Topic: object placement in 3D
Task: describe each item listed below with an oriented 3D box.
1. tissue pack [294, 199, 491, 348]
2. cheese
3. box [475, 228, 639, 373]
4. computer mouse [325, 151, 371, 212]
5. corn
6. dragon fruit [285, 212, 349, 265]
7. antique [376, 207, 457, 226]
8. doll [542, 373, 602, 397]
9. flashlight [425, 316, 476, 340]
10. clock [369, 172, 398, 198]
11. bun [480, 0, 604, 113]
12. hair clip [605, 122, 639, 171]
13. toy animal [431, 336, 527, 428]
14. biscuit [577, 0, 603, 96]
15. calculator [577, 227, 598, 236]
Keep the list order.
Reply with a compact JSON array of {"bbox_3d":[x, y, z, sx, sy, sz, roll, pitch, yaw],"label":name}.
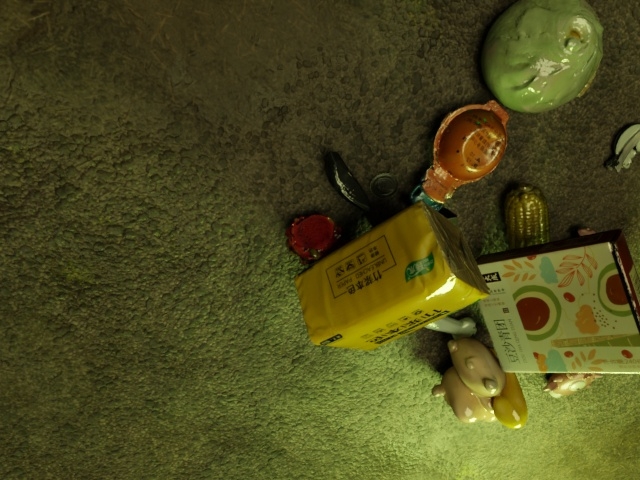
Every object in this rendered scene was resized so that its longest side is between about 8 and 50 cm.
[{"bbox_3d":[0.176,0.109,1.069,0.382,0.228,0.293,-33,148,25],"label":"tissue pack"},{"bbox_3d":[0.362,-0.212,1.131,0.217,0.129,0.329,31,104,-23],"label":"cheese"},{"bbox_3d":[0.648,0.182,1.180,0.122,0.385,0.344,-25,95,-43],"label":"box"},{"bbox_3d":[0.065,-0.142,1.104,0.062,0.106,0.192,-33,115,8],"label":"computer mouse"},{"bbox_3d":[0.620,-0.005,1.288,0.120,0.120,0.363,-20,117,-4],"label":"corn"},{"bbox_3d":[0.000,0.000,1.141,0.150,0.133,0.208,-25,155,37],"label":"dragon fruit"},{"bbox_3d":[0.267,-0.028,1.215,0.221,0.081,0.080,-10,114,-8],"label":"antique"},{"bbox_3d":[0.916,0.499,1.567,0.211,0.093,0.262,0,139,-22],"label":"doll"},{"bbox_3d":[0.411,0.271,1.396,0.200,0.047,0.093,19,115,-17],"label":"flashlight"},{"bbox_3d":[0.173,-0.149,1.178,0.083,0.010,0.074,4,112,-15],"label":"clock"},{"bbox_3d":[0.529,-0.441,1.017,0.283,0.179,0.283,2,108,8],"label":"bun"},{"bbox_3d":[0.920,-0.280,1.280,0.116,0.049,0.172,32,100,-28],"label":"hair clip"},{"bbox_3d":[0.495,0.488,1.386,0.247,0.277,0.345,-36,136,21],"label":"toy animal"},{"bbox_3d":[0.646,-0.498,1.125,0.188,0.040,0.265,-23,115,-3],"label":"biscuit"},{"bbox_3d":[0.922,0.098,1.358,0.330,0.220,0.048,34,132,-28],"label":"calculator"}]
